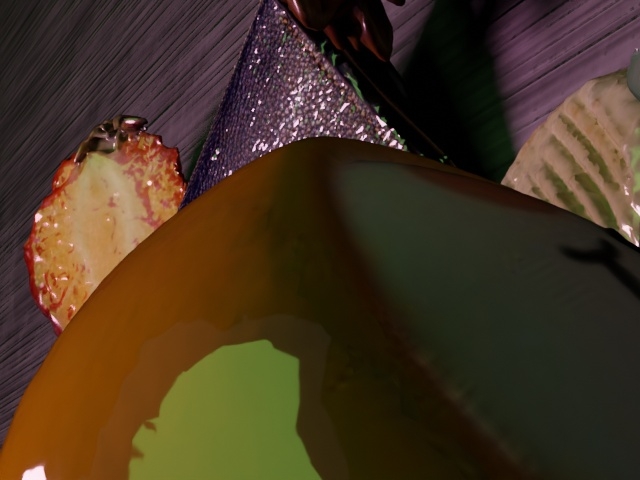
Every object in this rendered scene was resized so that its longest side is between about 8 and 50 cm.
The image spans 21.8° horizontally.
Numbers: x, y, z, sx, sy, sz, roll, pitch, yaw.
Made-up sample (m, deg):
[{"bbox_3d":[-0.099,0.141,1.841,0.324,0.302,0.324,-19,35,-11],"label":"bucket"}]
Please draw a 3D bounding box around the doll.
[{"bbox_3d":[0.038,0.084,0.417,0.213,0.236,0.213,-1,88,32],"label":"doll"}]

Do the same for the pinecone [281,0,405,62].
[{"bbox_3d":[0.021,-0.241,0.872,0.264,0.264,0.264,-166,90,-70],"label":"pinecone"}]

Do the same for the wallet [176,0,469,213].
[{"bbox_3d":[0.000,0.000,0.978,0.221,0.071,0.262,-62,40,28],"label":"wallet"}]

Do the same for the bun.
[{"bbox_3d":[0.121,0.024,0.615,0.164,0.111,0.188,-111,40,-70],"label":"bun"}]

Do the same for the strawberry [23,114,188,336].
[{"bbox_3d":[-0.153,0.020,1.371,0.175,0.107,0.236,9,85,33],"label":"strawberry"}]

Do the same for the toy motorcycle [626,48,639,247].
[{"bbox_3d":[0.186,0.007,0.408,0.200,0.191,0.326,-125,33,-54],"label":"toy motorcycle"}]
